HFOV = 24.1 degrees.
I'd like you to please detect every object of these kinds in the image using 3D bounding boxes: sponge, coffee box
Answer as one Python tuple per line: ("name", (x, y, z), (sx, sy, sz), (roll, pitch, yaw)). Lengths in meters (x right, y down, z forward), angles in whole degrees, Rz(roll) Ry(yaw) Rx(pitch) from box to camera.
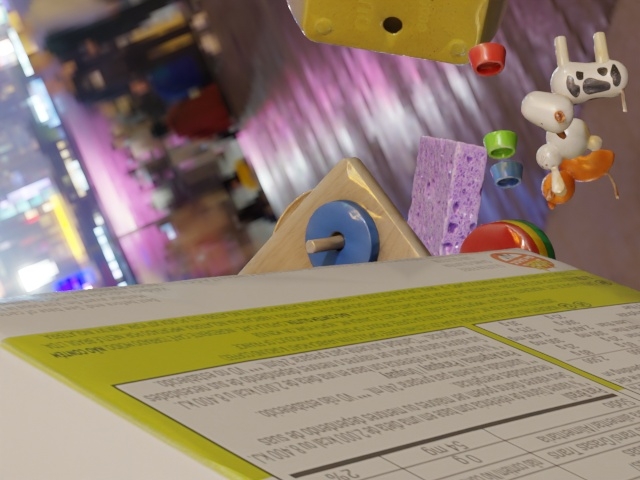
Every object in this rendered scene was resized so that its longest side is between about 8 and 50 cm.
("sponge", (0.092, 0.021, 1.226), (0.117, 0.031, 0.210), (-147, 67, -77))
("coffee box", (0.066, 0.215, 0.543), (0.334, 0.338, 0.337), (22, 107, 39))

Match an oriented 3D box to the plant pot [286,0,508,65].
("plant pot", (0.073, -0.260, 1.242), (0.187, 0.212, 0.212), (-82, 1, -52))

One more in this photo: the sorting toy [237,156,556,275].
("sorting toy", (0.000, 0.051, 0.842), (0.046, 0.274, 0.132), (-10, -121, -52))

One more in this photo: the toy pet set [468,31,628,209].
("toy pet set", (0.124, -0.031, 0.620), (0.122, 0.114, 0.065), (61, -156, -64))

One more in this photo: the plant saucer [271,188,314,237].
("plant saucer", (0.000, 0.000, 1.139), (0.015, 0.083, 0.083), (34, -159, -50))
